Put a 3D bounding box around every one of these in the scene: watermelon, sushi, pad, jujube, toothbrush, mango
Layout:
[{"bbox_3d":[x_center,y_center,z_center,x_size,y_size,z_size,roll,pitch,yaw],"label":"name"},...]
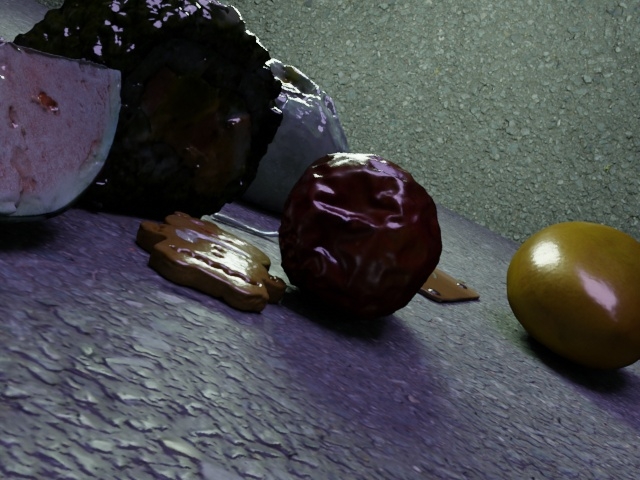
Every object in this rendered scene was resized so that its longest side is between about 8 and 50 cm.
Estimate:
[{"bbox_3d":[-0.313,-0.115,0.811,0.224,0.180,0.305,40,18,16],"label":"watermelon"},{"bbox_3d":[-0.213,-0.186,1.115,0.178,0.294,0.352,36,11,29],"label":"sushi"},{"bbox_3d":[0.147,0.040,1.634,0.286,0.018,0.284,32,11,24],"label":"pad"},{"bbox_3d":[0.059,-0.004,1.149,0.216,0.216,0.342,27,2,6],"label":"jujube"},{"bbox_3d":[-0.091,-0.016,1.324,0.162,0.017,0.014,21,4,-27],"label":"toothbrush"},{"bbox_3d":[0.477,0.102,1.541,0.300,0.232,0.446,32,20,9],"label":"mango"}]

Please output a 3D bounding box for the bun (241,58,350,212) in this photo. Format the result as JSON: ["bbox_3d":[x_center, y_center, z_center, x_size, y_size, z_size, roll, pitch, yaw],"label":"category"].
[{"bbox_3d":[-0.105,-0.214,1.606,0.362,0.211,0.362,21,34,-15],"label":"bun"}]

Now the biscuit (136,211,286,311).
[{"bbox_3d":[-0.125,0.016,1.026,0.184,0.035,0.249,25,9,-7],"label":"biscuit"}]
